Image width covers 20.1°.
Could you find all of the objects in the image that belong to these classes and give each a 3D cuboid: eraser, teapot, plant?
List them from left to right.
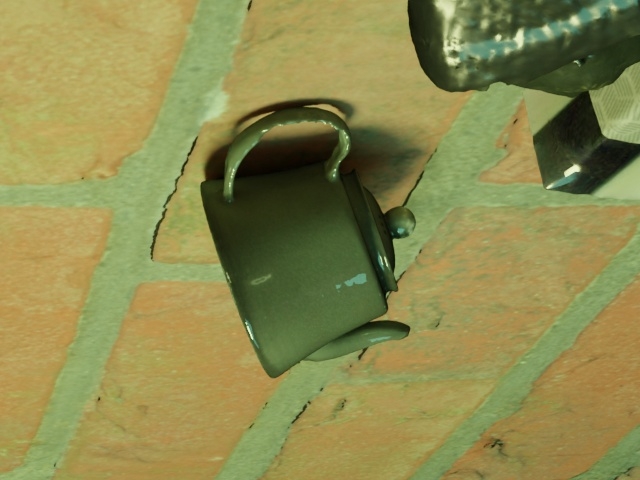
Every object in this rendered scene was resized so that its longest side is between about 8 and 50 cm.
[{"bbox_3d":[0.000,0.000,1.386,0.149,0.162,0.239,-19,125,2],"label":"teapot"},{"bbox_3d":[0.120,-0.172,1.049,0.164,0.141,0.256,-19,149,20],"label":"plant"},{"bbox_3d":[0.279,-0.158,1.180,0.098,0.096,0.404,4,152,-27],"label":"eraser"}]
